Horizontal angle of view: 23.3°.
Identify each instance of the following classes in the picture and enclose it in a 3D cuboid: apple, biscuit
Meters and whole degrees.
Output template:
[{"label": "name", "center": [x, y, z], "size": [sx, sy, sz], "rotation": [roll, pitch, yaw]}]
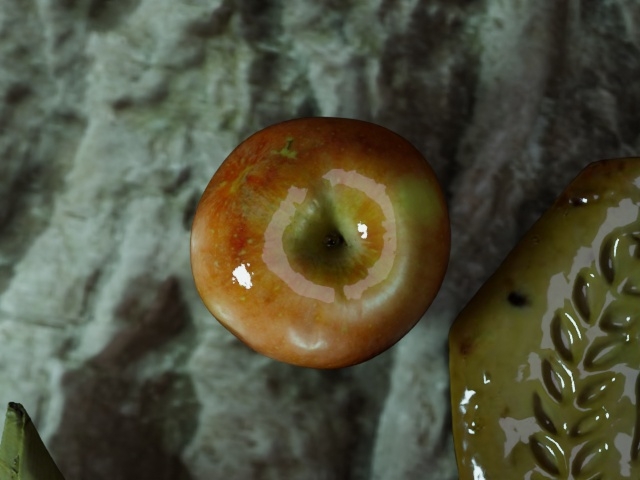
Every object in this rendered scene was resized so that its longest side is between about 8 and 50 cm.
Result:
[{"label": "apple", "center": [0.000, 0.000, 0.961], "size": [0.163, 0.139, 0.163], "rotation": [0, 88, -10]}, {"label": "biscuit", "center": [0.247, 0.107, 0.944], "size": [0.359, 0.046, 0.359], "rotation": [-2, 82, 14]}]

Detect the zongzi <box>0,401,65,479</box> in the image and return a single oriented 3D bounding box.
[{"label": "zongzi", "center": [-0.128, 0.198, 0.920], "size": [0.160, 0.078, 0.176], "rotation": [15, 70, -9]}]
